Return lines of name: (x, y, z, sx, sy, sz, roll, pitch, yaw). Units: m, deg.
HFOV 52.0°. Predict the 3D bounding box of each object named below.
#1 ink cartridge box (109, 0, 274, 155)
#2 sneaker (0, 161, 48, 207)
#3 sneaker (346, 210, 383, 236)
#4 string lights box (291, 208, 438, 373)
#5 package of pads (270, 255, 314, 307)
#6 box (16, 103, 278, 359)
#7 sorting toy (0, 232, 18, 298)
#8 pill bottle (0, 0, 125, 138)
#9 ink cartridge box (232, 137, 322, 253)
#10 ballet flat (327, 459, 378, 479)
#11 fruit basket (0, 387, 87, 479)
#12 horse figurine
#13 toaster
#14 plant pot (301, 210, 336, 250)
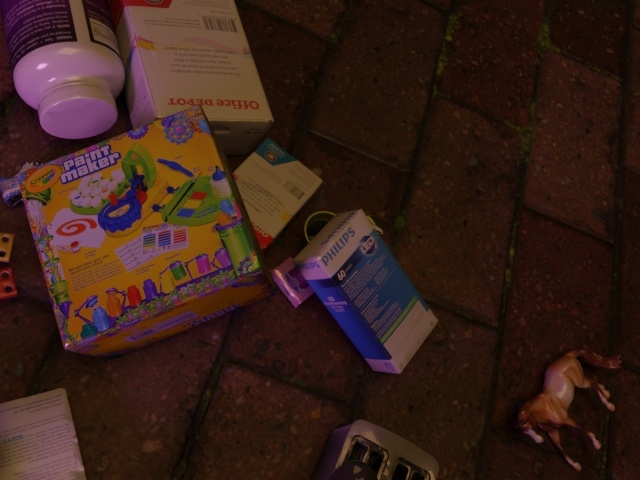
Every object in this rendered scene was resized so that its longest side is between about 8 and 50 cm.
ink cartridge box: (-0.246, -0.316, 1.210, 0.226, 0.131, 0.306, -5, 69, -33)
sneaker: (-0.474, -0.112, 1.101, 0.135, 0.052, 0.058, -32, 76, -29)
sneaker: (0.086, -0.036, 1.277, 0.083, 0.031, 0.035, 30, 47, -9)
string lights box: (0.082, 0.089, 1.134, 0.133, 0.077, 0.259, -46, 111, -30)
package of pads: (-0.049, 0.074, 1.175, 0.050, 0.032, 0.083, -37, 82, -27)
box: (-0.255, -0.007, 1.002, 0.290, 0.177, 0.279, -21, 75, -2)
sorting toy: (-0.593, 0.063, 0.982, 0.275, 0.046, 0.132, -16, 73, -24)
pill bottle: (-0.447, -0.346, 1.140, 0.182, 0.181, 0.322, -10, 71, -23)
ink cartridge box: (-0.118, -0.059, 1.184, 0.134, 0.078, 0.231, 39, 60, 2)
ballet flat: (0.024, 0.451, 0.915, 0.095, 0.096, 0.280, 15, 99, -2)
fruit basket: (-0.460, 0.398, 0.842, 0.327, 0.165, 0.353, -13, 56, -24)
horse figurine: (0.470, 0.297, 1.239, 0.174, 0.066, 0.263, 41, 63, -5)
toaster: (0.082, 0.384, 1.037, 0.168, 0.110, 0.185, 30, 60, -5)
plant pot: (0.000, 0.000, 1.198, 0.083, 0.079, 0.083, 7, 65, -16)
